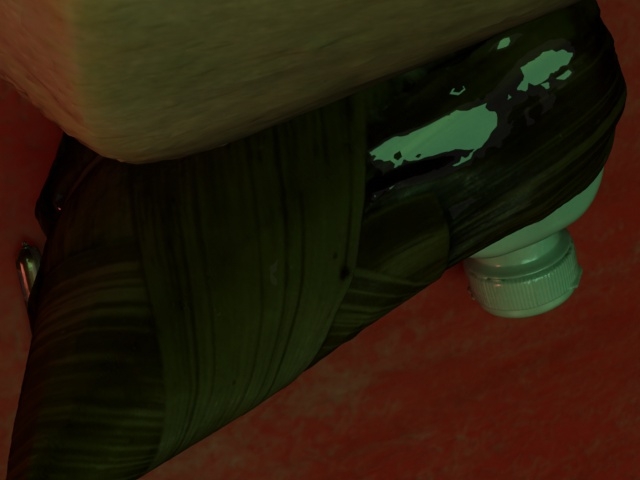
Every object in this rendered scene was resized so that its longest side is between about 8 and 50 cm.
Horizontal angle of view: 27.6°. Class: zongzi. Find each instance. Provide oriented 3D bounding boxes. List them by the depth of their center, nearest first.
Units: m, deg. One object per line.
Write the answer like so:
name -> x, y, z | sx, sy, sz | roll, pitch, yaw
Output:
zongzi -> 0.000, 0.000, 0.554 | 0.286, 0.288, 0.134 | -20, 114, 14

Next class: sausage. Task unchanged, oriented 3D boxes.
sausage -> -0.150, 0.046, 0.704 | 0.015, 0.015, 0.100 | -17, 117, -18

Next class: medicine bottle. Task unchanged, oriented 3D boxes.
medicine bottle -> 0.094, -0.065, 0.733 | 0.121, 0.083, 0.229 | -24, 120, -12

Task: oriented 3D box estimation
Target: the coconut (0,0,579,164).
coconut -> -0.015, -0.225, 0.430 | 0.415, 0.344, 0.415 | 0, 88, 8
